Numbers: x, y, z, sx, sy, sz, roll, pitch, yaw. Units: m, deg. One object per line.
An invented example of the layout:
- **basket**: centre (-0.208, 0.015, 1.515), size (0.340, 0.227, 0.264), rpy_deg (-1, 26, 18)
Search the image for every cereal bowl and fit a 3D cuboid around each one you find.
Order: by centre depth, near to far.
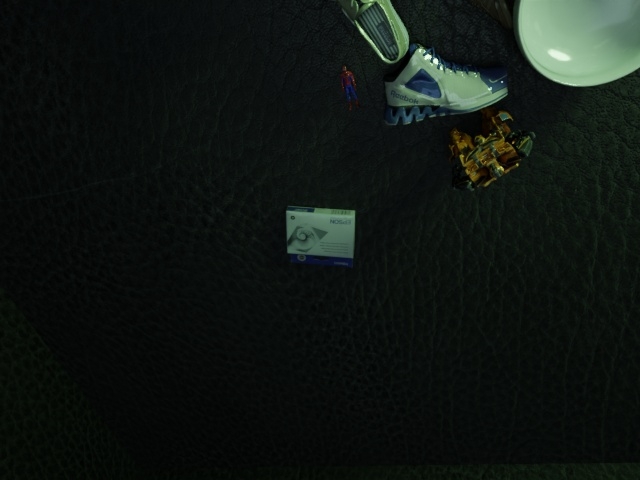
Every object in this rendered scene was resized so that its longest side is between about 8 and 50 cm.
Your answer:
- **cereal bowl**: centre (0.590, -0.522, 0.960), size (0.340, 0.141, 0.338), rpy_deg (5, 123, 8)

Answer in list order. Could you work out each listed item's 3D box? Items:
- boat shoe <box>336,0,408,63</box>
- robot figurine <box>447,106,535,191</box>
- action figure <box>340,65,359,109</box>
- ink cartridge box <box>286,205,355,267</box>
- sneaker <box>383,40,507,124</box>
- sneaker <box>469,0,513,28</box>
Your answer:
- **boat shoe**: centre (0.100, -0.529, 0.975), size (0.109, 0.094, 0.302), rpy_deg (-32, 114, 30)
- **robot figurine**: centre (0.399, -0.230, 1.086), size (0.211, 0.291, 0.085), rpy_deg (-36, 109, 26)
- **action figure**: centre (0.078, -0.411, 1.189), size (0.038, 0.030, 0.115), rpy_deg (-8, 118, 21)
- **ink cartridge box**: centre (0.000, 0.000, 1.445), size (0.224, 0.045, 0.223), rpy_deg (4, 122, 8)
- **sneaker**: centre (0.294, -0.408, 1.092), size (0.316, 0.127, 0.182), rpy_deg (-9, 121, 17)
- **sneaker**: centre (0.384, -0.567, 1.026), size (0.071, 0.066, 0.188), rpy_deg (-23, 111, 40)
